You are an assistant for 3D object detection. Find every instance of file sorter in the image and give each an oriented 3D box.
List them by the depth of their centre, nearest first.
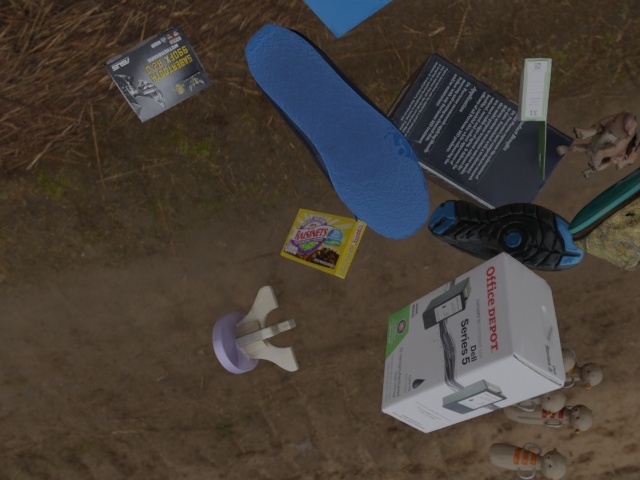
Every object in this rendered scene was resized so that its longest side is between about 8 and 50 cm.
[{"bbox_3d":[0.060,-0.448,0.884,0.170,0.104,0.118,-23,136,35],"label":"file sorter"}]

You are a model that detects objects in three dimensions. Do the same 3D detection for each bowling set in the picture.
[{"bbox_3d":[0.391,0.259,0.958,0.154,0.287,0.199,-3,126,37],"label":"bowling set"}]

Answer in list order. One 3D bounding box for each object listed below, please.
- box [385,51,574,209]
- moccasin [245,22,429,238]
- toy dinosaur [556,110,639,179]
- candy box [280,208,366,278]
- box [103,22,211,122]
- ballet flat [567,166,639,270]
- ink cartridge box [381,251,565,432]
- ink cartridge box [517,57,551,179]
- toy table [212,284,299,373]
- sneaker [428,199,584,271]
[{"bbox_3d":[0.438,-0.314,1.717,0.472,0.480,0.297,32,99,-4],"label":"box"},{"bbox_3d":[0.039,-0.157,0.752,0.138,0.116,0.341,-33,107,10],"label":"moccasin"},{"bbox_3d":[0.719,-0.254,1.321,0.201,0.127,0.295,-28,164,5],"label":"toy dinosaur"},{"bbox_3d":[0.000,0.000,1.003,0.027,0.206,0.105,28,83,-32],"label":"candy box"},{"bbox_3d":[-0.452,-0.468,1.512,0.231,0.056,0.183,-30,127,-5],"label":"box"},{"bbox_3d":[0.400,-0.064,0.564,0.123,0.123,0.348,4,153,-7],"label":"ballet flat"},{"bbox_3d":[0.236,0.173,0.884,0.115,0.198,0.273,32,134,-21],"label":"ink cartridge box"},{"bbox_3d":[0.445,-0.254,1.134,0.056,0.171,0.234,5,104,17],"label":"ink cartridge box"},{"bbox_3d":[-0.175,0.272,1.540,0.161,0.274,0.252,-21,95,10],"label":"toy table"},{"bbox_3d":[0.399,-0.008,1.143,0.140,0.341,0.124,31,84,-40],"label":"sneaker"}]
